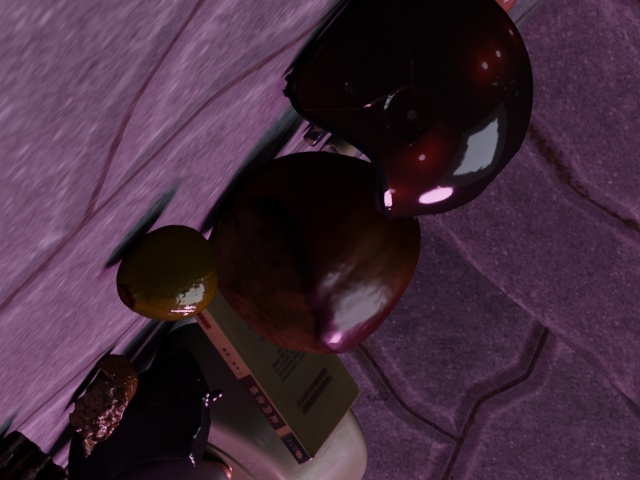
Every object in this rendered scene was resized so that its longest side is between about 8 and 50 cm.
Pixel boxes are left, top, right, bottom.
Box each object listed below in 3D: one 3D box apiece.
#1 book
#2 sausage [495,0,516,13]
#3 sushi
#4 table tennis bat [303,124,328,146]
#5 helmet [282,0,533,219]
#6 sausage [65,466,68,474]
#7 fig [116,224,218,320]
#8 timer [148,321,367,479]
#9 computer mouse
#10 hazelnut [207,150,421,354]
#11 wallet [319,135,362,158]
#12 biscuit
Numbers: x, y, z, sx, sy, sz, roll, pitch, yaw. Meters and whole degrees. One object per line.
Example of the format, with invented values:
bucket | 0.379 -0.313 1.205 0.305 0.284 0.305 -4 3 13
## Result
book | -0.051 0.114 1.934 0.026 0.231 0.161 -30 -171 31
sausage | 0.236 -0.329 2.087 0.304 0.078 0.078 -50 177 37
sushi | -0.218 0.164 1.762 0.055 0.052 0.120 -45 175 -47
table tennis bat | 0.014 -0.131 1.858 0.095 0.014 0.158 -50 179 25
helmet | 0.079 -0.124 1.455 0.189 0.193 0.216 -40 128 -77
sausage | -0.327 0.320 2.274 0.253 0.034 0.034 -53 175 40
fig | -0.122 0.028 1.353 0.088 0.074 0.074 -24 159 -45
timer | -0.139 0.299 2.038 0.315 0.291 0.291 -54 180 -35
computer mouse | -0.210 0.216 1.926 0.264 0.088 0.147 -36 -141 28
hazelnut | 0.000 0.000 1.684 0.208 0.208 0.208 -49 177 -4
wallet | 0.035 -0.111 2.145 0.155 0.039 0.110 -45 173 -46
biscuit | -0.309 0.268 1.573 0.106 0.070 0.252 -46 176 -38
